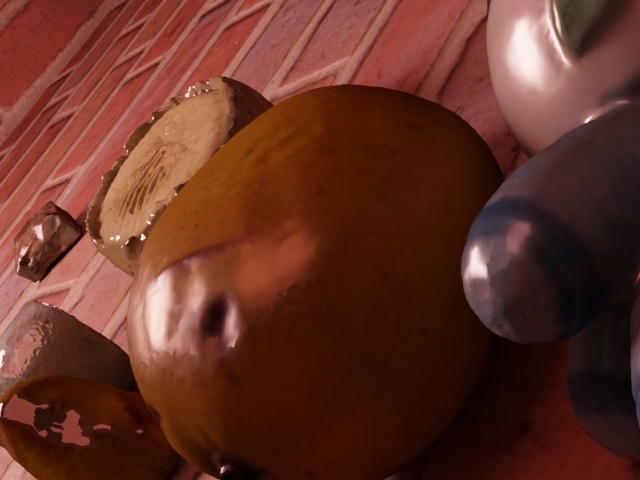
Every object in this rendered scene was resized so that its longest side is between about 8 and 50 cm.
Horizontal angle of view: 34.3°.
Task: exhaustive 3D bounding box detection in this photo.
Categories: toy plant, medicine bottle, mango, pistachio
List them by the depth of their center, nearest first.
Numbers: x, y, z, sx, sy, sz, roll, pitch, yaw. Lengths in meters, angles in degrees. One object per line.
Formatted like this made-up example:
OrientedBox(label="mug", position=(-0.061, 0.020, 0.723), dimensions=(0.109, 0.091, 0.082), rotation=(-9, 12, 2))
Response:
OrientedBox(label="toy plant", position=(0.192, -0.019, 0.516), dimensions=(0.247, 0.247, 0.332), rotation=(-28, 36, 37))
OrientedBox(label="mango", position=(0.000, 0.000, 0.782), dimensions=(0.301, 0.220, 0.445), rotation=(-39, 21, 22))
OrientedBox(label="pistachio", position=(-0.214, 0.190, 0.975), dimensions=(0.100, 0.189, 0.110), rotation=(9, -89, -74))
OrientedBox(label="medicine bottle", position=(-0.287, 0.159, 1.096), dimensions=(0.147, 0.147, 0.143), rotation=(-6, 50, 57))

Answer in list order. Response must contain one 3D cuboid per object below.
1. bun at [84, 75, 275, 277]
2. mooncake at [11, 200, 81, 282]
OrientedBox(label="bun", position=(-0.134, -0.057, 1.174), dimensions=(0.259, 0.152, 0.259), rotation=(-35, 32, 26))
OrientedBox(label="mooncake", position=(-0.474, -0.001, 1.761), dimensions=(0.125, 0.073, 0.130), rotation=(-49, 22, -1))
